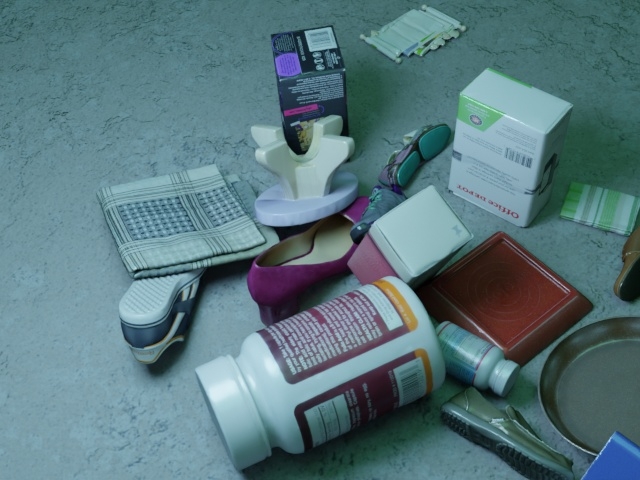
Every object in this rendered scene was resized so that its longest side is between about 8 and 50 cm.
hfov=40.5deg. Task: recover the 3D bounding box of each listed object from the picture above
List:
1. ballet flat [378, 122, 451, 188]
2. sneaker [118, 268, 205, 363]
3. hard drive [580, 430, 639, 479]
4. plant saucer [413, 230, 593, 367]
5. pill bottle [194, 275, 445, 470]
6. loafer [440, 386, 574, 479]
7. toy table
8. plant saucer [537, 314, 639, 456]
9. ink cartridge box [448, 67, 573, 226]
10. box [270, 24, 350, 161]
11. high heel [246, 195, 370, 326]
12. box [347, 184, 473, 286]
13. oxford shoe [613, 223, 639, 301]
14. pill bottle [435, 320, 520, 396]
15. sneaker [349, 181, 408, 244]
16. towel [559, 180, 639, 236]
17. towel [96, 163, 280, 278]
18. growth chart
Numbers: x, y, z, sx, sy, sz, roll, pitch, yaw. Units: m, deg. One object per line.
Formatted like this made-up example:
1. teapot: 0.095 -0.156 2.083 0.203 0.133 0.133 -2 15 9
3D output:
1. ballet flat: 0.204 -0.198 1.946 0.079 0.077 0.221 16 52 41
2. sneaker: -0.308 0.117 1.703 0.126 0.128 0.321 6 27 11
3. hard drive: 0.532 0.476 1.331 0.318 0.040 0.210 36 95 28
4. plant saucer: 0.357 0.107 1.701 0.258 0.048 0.259 -33 56 -21
5. pill bottle: -0.003 0.232 1.512 0.392 0.224 0.224 -22 53 -14
6. loafer: 0.329 0.328 1.494 0.251 0.094 0.087 30 63 25
7. toy table: -0.033 -0.151 1.794 0.252 0.161 0.274 8 27 25
8. plant saucer: 0.541 0.263 1.518 0.310 0.050 0.311 -14 40 12
9. ink cartridge box: 0.384 -0.187 1.791 0.198 0.273 0.115 30 57 25
10. box: -0.019 -0.312 1.919 0.143 0.270 0.165 -9 51 -3
11. high heel: 0.000 0.000 1.724 0.127 0.181 0.377 25 57 23
12. box: 0.164 0.019 1.649 0.148 0.232 0.127 -32 79 -21
13. oxford shoe: 0.632 0.040 1.734 0.076 0.076 0.212 7 47 49
14. pill bottle: 0.278 0.219 1.585 0.160 0.087 0.087 28 58 27
15. sneaker: 0.112 -0.059 1.774 0.223 0.083 0.098 -19 73 -54
16. towel: 0.594 -0.067 1.843 0.151 0.023 0.113 16 52 19
17. towel: -0.273 -0.050 1.792 0.324 0.056 0.312 -10 37 -21
18. growth chart: 0.244 -0.534 2.239 0.237 0.021 0.172 -31 56 -19
